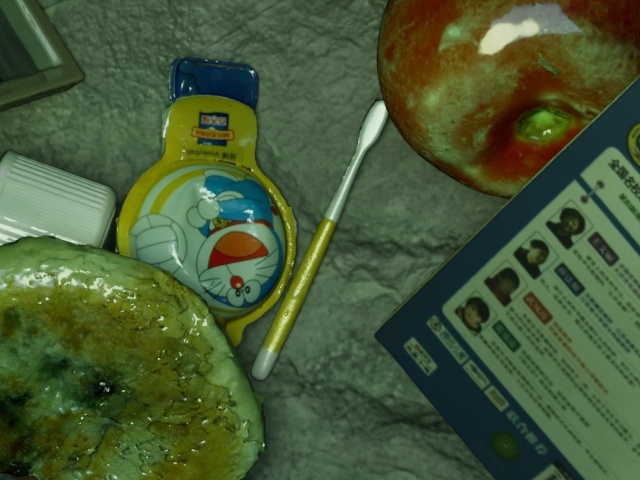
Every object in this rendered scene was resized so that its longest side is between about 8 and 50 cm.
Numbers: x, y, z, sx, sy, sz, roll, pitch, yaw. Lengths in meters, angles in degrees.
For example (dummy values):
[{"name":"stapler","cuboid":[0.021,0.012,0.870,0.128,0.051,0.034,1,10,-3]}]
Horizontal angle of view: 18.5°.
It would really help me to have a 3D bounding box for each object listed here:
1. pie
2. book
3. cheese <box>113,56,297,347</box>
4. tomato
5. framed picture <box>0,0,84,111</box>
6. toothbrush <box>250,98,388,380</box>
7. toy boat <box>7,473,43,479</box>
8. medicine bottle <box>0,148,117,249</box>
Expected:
[{"name":"pie","cuboid":[-0.225,0.134,1.722,0.371,0.078,0.296,6,118,-8]},{"name":"book","cuboid":[0.253,0.081,1.681,0.300,0.039,0.428,50,134,6]},{"name":"cheese","cuboid":[-0.104,-0.035,1.820,0.177,0.069,0.270,5,79,-20]},{"name":"tomato","cuboid":[0.183,-0.174,1.708,0.270,0.270,0.223,-11,54,6]},{"name":"framed picture","cuboid":[-0.419,-0.296,1.741,0.028,0.326,0.446,-33,88,32]},{"name":"toothbrush","cuboid":[0.000,0.000,1.846,0.021,0.024,0.288,26,96,7]},{"name":"toy boat","cuboid":[-0.213,0.230,1.854,0.226,0.068,0.088,38,100,1]},{"name":"medicine bottle","cuboid":[-0.391,-0.029,1.792,0.395,0.242,0.243,20,94,-9]}]
